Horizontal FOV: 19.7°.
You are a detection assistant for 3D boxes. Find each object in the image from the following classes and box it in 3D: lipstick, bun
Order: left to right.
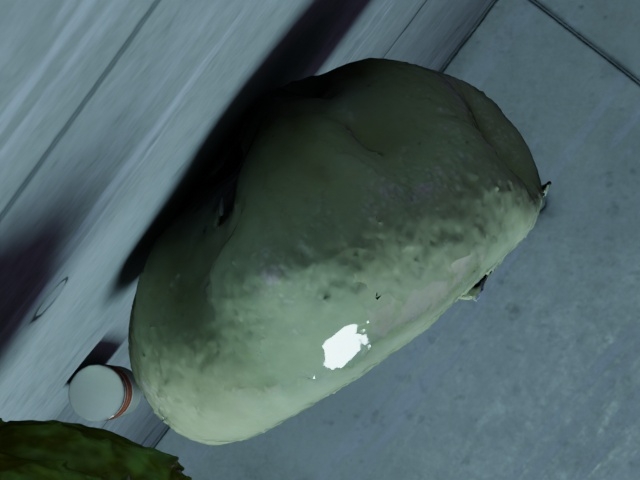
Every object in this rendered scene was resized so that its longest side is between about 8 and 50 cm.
[{"bbox_3d":[-0.146,0.104,1.262,0.038,0.038,0.131,-52,178,-4],"label":"lipstick"},{"bbox_3d":[0.000,0.000,1.087,0.273,0.168,0.273,-40,-179,1],"label":"bun"}]

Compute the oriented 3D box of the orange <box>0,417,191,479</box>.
[{"bbox_3d":[-0.145,0.214,0.780,0.301,0.223,0.300,-53,-177,0],"label":"orange"}]
